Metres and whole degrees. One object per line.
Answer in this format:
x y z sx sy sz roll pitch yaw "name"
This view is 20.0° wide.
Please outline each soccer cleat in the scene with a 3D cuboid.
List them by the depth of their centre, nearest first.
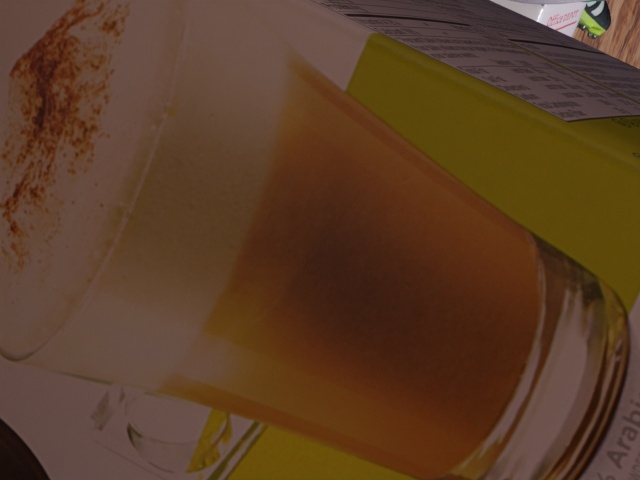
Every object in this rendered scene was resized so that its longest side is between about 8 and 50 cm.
0.200 -0.206 1.412 0.072 0.060 0.179 -66 160 0 "soccer cleat"

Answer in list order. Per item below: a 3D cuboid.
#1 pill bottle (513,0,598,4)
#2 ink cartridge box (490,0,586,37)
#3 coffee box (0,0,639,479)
0.174 -0.242 1.033 0.361 0.204 0.204 -22 136 -66 "pill bottle"
0.127 -0.131 1.286 0.115 0.067 0.198 -28 142 -63 "ink cartridge box"
0.011 0.067 0.774 0.338 0.334 0.338 -11 127 -67 "coffee box"
